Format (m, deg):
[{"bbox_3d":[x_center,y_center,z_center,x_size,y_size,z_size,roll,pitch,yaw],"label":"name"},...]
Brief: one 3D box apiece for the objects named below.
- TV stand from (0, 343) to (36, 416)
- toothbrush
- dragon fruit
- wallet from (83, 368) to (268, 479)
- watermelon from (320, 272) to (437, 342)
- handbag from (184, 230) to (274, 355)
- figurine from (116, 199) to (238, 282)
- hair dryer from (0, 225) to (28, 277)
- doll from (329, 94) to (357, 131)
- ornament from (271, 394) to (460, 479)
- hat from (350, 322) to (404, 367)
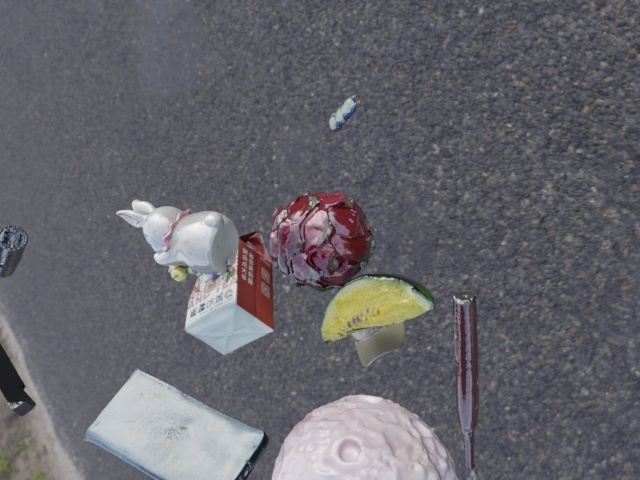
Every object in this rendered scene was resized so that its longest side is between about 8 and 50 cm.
[{"bbox_3d":[-0.669,0.250,1.134,0.256,0.040,0.049,44,154,24],"label":"TV stand"},{"bbox_3d":[0.236,0.249,0.884,0.041,0.041,0.363,13,118,43],"label":"toothbrush"},{"bbox_3d":[-0.001,0.002,1.664,0.329,0.329,0.329,6,99,44],"label":"dragon fruit"},{"bbox_3d":[-0.310,0.421,1.175,0.379,0.190,0.046,17,143,26],"label":"wallet"},{"bbox_3d":[0.124,0.145,1.264,0.301,0.123,0.129,-22,66,33],"label":"watermelon"},{"bbox_3d":[-0.222,0.109,1.356,0.171,0.151,0.298,-29,43,21],"label":"handbag"},{"bbox_3d":[-0.289,-0.003,1.117,0.236,0.127,0.155,11,139,23],"label":"figurine"},{"bbox_3d":[-0.581,0.055,0.893,0.050,0.195,0.173,55,140,-2],"label":"hair dryer"},{"bbox_3d":[0.047,-0.263,1.142,0.125,0.027,0.037,141,119,-65],"label":"doll"},{"bbox_3d":[0.054,0.345,0.733,0.259,0.225,0.259,21,121,38],"label":"ornament"},{"bbox_3d":[0.129,0.217,1.404,0.166,0.173,0.144,-33,93,13],"label":"hat"}]
